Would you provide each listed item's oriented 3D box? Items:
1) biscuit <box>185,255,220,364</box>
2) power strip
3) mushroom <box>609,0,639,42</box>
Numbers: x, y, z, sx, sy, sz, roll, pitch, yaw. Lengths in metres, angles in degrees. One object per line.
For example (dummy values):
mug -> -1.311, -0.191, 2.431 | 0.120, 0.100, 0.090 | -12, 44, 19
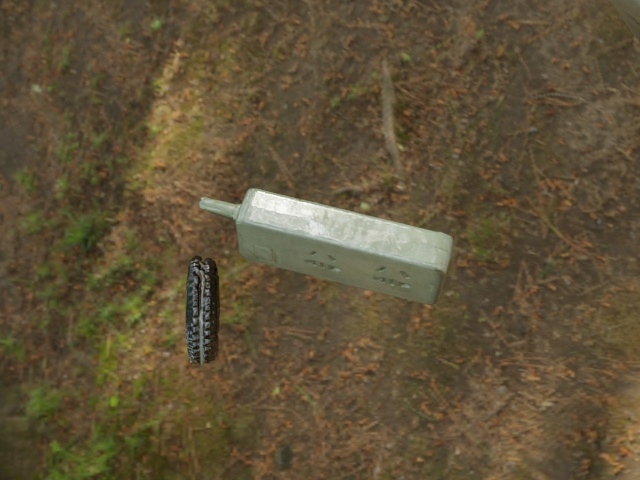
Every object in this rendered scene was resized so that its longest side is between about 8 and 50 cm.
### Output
biscuit -> -0.094, 0.055, 0.752 | 0.089, 0.027, 0.087 | 145, 125, -83
power strip -> 0.000, 0.000, 1.045 | 0.288, 0.093, 0.053 | 13, 63, 7
mushroom -> 0.463, -0.296, 1.197 | 0.154, 0.407, 0.138 | 33, 99, 44
